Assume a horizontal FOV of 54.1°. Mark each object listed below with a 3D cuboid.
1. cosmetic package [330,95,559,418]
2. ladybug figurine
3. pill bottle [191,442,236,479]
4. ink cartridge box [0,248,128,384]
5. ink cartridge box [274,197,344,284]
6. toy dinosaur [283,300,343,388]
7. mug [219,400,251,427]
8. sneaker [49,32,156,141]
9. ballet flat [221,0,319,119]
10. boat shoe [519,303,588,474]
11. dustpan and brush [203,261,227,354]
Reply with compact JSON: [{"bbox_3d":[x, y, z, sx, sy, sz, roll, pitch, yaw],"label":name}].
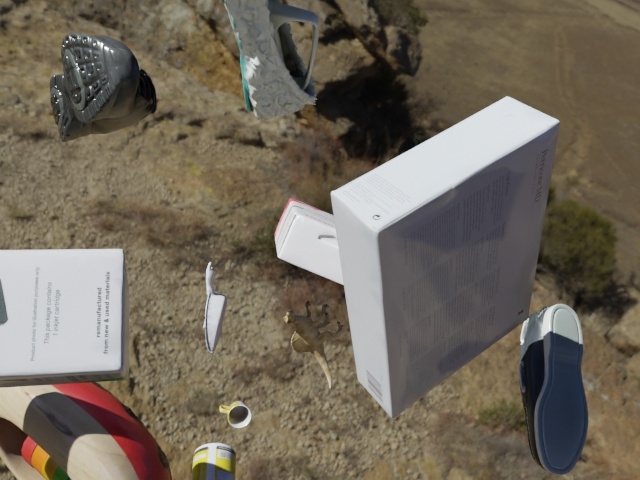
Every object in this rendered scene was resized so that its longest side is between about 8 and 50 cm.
[{"bbox_3d":[0.171,0.036,0.848,0.284,0.377,0.097,-28,46,-19],"label":"cosmetic package"},{"bbox_3d":[-0.426,0.379,1.128,0.449,0.305,0.162,34,40,18],"label":"ladybug figurine"},{"bbox_3d":[-0.250,0.577,1.460,0.103,0.103,0.184,13,42,-16],"label":"pill bottle"},{"bbox_3d":[-0.347,0.088,0.636,0.289,0.211,0.121,0,76,-15],"label":"ink cartridge box"},{"bbox_3d":[0.000,0.000,1.316,0.172,0.100,0.237,23,8,-9],"label":"ink cartridge box"},{"bbox_3d":[-0.009,0.169,1.111,0.093,0.183,0.053,-40,31,-18],"label":"toy dinosaur"},{"bbox_3d":[-0.224,0.455,1.675,0.078,0.062,0.064,51,-7,-11],"label":"mug"},{"bbox_3d":[-0.272,-0.201,0.821,0.130,0.109,0.286,-12,7,-29],"label":"sneaker"},{"bbox_3d":[-0.070,-0.344,0.907,0.147,0.409,0.147,-3,57,5],"label":"ballet flat"},{"bbox_3d":[0.415,0.268,1.138,0.114,0.091,0.302,24,64,-16],"label":"boat shoe"},{"bbox_3d":[-0.263,0.152,1.537,0.060,0.211,0.147,13,21,-4],"label":"dustpan and brush"}]
